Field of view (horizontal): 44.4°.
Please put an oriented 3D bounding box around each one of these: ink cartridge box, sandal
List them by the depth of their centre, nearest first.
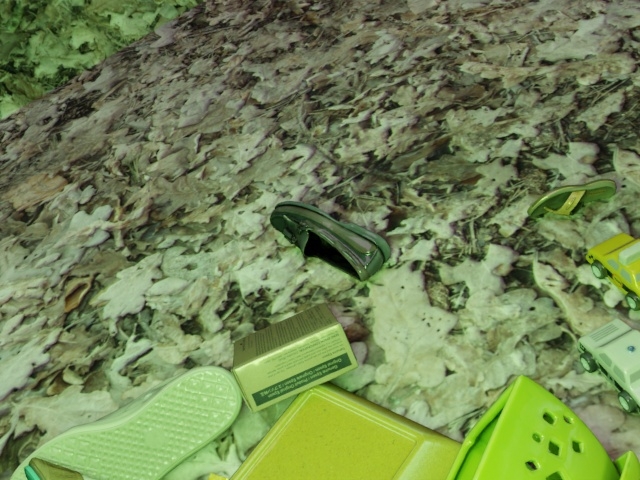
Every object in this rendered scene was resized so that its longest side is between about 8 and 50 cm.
[{"bbox_3d":[-0.050,0.197,1.366,0.193,0.088,0.234,-24,6,-3],"label":"ink cartridge box"},{"bbox_3d":[0.500,-0.076,1.551,0.180,0.072,0.049,-13,63,3],"label":"sandal"}]

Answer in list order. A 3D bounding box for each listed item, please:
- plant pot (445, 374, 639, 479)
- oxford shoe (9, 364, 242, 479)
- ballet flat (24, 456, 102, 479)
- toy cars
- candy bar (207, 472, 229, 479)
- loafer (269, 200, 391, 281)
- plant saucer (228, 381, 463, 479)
[{"bbox_3d":[0.278,0.353,1.034,0.207,0.227,0.228,28,55,9],"label":"plant pot"},{"bbox_3d":[-0.330,0.359,1.368,0.449,0.169,0.130,-31,0,-1],"label":"oxford shoe"},{"bbox_3d":[-0.337,0.461,1.229,0.124,0.116,0.342,-26,56,-28],"label":"ballet flat"},{"bbox_3d":[0.522,0.115,1.309,0.176,0.087,0.394,1,45,23],"label":"toy cars"},{"bbox_3d":[-0.201,0.456,1.282,0.040,0.018,0.162,6,46,27],"label":"candy bar"},{"bbox_3d":[0.000,0.000,1.635,0.302,0.109,0.095,20,59,33],"label":"loafer"},{"bbox_3d":[0.013,0.366,1.204,0.332,0.081,0.333,17,52,38],"label":"plant saucer"}]
